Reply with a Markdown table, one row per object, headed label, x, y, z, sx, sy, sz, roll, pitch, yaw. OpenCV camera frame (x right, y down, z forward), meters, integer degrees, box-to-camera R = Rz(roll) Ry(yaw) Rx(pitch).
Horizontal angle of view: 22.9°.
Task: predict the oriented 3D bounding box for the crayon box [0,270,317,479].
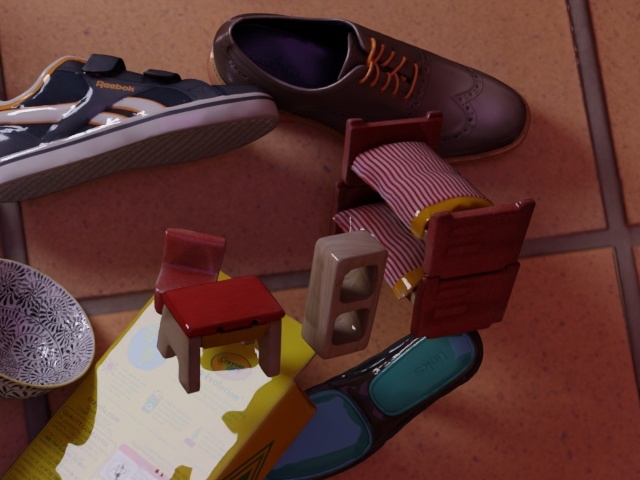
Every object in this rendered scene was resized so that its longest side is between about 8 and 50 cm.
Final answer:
| label | x | y | z | sx | sy | sz | roll | pitch | yaw |
| --- | --- | --- | --- | --- | --- | --- | --- | --- | --- |
| crayon box | -0.149 | 0.191 | 1.600 | 0.202 | 0.081 | 0.318 | 33 | 77 | 31 |

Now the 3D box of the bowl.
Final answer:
| label | x | y | z | sx | sy | sz | roll | pitch | yaw |
| --- | --- | --- | --- | --- | --- | --- | --- | --- | --- |
| bowl | -0.324 | 0.106 | 1.620 | 0.170 | 0.170 | 0.080 | 40 | 122 | 0 |

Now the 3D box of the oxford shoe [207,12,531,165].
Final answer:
| label | x | y | z | sx | sy | sz | roll | pitch | yaw |
| --- | --- | --- | --- | --- | --- | --- | --- | --- | --- |
| oxford shoe | 0.058 | -0.164 | 1.702 | 0.363 | 0.133 | 0.130 | 10 | 80 | -6 |

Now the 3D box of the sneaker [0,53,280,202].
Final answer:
| label | x | y | z | sx | sy | sz | roll | pitch | yaw |
| --- | --- | --- | --- | --- | --- | --- | --- | --- | --- |
| sneaker | -0.209 | -0.139 | 1.655 | 0.321 | 0.126 | 0.128 | -13 | 76 | -4 |

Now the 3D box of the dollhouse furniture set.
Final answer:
| label | x | y | z | sx | sy | sz | roll | pitch | yaw |
| --- | --- | --- | --- | --- | --- | --- | --- | --- | --- |
| dollhouse furniture set | 0.000 | 0.000 | 1.564 | 0.374 | 0.201 | 0.152 | -10 | 127 | -28 |

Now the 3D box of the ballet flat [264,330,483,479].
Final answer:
| label | x | y | z | sx | sy | sz | roll | pitch | yaw |
| --- | --- | --- | --- | --- | --- | --- | --- | --- | --- |
| ballet flat | 0.048 | 0.175 | 1.659 | 0.280 | 0.096 | 0.095 | -28 | 87 | 1 |
